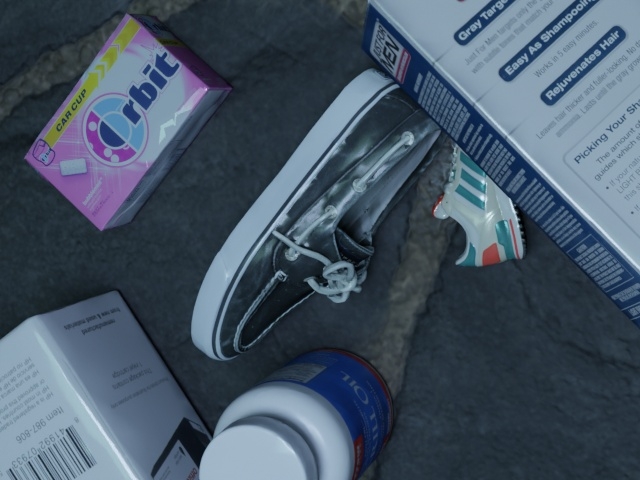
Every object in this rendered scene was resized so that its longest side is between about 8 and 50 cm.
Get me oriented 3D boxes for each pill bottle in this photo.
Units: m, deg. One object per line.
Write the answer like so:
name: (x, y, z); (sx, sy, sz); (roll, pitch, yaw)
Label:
pill bottle: (-0.020, 0.175, 0.979); (0.124, 0.221, 0.124); (3, 99, 17)

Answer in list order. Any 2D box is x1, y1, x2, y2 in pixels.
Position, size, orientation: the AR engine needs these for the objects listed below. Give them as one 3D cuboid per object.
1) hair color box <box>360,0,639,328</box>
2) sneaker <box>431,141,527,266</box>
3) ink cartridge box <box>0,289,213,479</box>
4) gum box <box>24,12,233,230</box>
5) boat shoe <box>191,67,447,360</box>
hair color box: (0.213, -0.107, 0.900); (0.174, 0.105, 0.347); (-42, 83, -9)
sneaker: (0.127, -0.052, 0.988); (0.075, 0.057, 0.161); (-16, 95, 13)
ink cartridge box: (-0.227, 0.294, 1.090); (0.285, 0.166, 0.395); (-35, 85, 19)
gum box: (-0.186, -0.108, 1.077); (0.107, 0.062, 0.188); (42, 107, 8)
boat shoe: (0.002, 0.000, 1.007); (0.105, 0.113, 0.306); (41, 98, 24)
